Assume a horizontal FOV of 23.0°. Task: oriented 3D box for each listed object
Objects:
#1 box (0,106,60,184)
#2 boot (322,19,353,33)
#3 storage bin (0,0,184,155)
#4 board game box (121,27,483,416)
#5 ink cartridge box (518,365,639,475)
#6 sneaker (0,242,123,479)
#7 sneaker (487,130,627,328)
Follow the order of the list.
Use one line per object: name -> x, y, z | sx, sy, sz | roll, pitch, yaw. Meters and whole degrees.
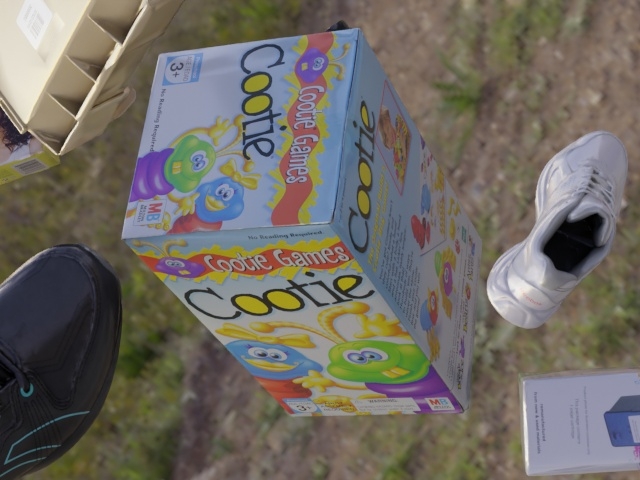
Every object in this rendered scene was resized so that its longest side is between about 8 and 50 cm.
box -> -0.346, -0.179, 1.647 | 0.087, 0.058, 0.232 | -20, 76, 6
boot -> 0.013, -0.080, 1.663 | 0.246, 0.207, 0.094 | -50, 2, -3
storage bin -> -0.215, -0.244, 1.268 | 0.123, 0.260, 0.262 | -32, -8, -35
board game box -> 0.000, 0.000, 1.059 | 0.142, 0.275, 0.144 | -4, 60, 22
ink cartridge box -> 0.297, 0.166, 1.488 | 0.154, 0.212, 0.093 | 17, -109, -83
sneaker -> -0.210, 0.111, 0.905 | 0.267, 0.101, 0.106 | -54, -14, -9
sneaker -> 0.251, -0.021, 1.490 | 0.232, 0.090, 0.115 | -61, 11, -30
